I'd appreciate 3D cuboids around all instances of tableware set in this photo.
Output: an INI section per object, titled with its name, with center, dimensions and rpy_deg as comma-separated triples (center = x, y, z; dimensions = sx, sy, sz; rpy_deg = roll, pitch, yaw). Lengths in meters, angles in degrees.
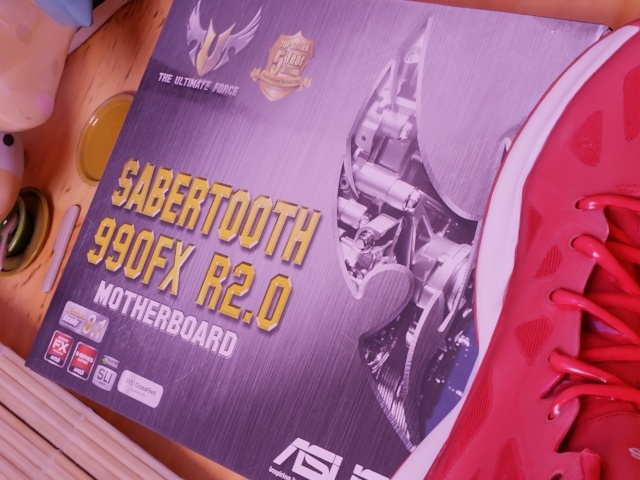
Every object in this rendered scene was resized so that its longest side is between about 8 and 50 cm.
[tableware set]
center = -0.124, -0.026, 0.714
dimensions = 0.154, 0.024, 0.104
rpy_deg = 12, 80, 47

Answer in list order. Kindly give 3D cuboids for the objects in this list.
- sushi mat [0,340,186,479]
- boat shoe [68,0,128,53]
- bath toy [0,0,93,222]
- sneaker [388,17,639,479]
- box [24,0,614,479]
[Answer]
[sushi mat]
center = -0.140, 0.129, 0.606
dimensions = 0.316, 0.019, 0.151
rpy_deg = 28, 69, 41
[boat shoe]
center = -0.128, -0.166, 0.716
dimensions = 0.340, 0.113, 0.127
rpy_deg = -4, 69, 43
[bath toy]
center = -0.244, -0.038, 0.742
dimensions = 0.348, 0.151, 0.129
rpy_deg = -31, 16, 47
[sneaker]
center = 0.087, 0.038, 0.399
dimensions = 0.221, 0.087, 0.128
rpy_deg = -69, 14, -4
[box]
center = 0.000, 0.000, 0.559
dimensions = 0.231, 0.056, 0.183
rpy_deg = 18, 85, 46
